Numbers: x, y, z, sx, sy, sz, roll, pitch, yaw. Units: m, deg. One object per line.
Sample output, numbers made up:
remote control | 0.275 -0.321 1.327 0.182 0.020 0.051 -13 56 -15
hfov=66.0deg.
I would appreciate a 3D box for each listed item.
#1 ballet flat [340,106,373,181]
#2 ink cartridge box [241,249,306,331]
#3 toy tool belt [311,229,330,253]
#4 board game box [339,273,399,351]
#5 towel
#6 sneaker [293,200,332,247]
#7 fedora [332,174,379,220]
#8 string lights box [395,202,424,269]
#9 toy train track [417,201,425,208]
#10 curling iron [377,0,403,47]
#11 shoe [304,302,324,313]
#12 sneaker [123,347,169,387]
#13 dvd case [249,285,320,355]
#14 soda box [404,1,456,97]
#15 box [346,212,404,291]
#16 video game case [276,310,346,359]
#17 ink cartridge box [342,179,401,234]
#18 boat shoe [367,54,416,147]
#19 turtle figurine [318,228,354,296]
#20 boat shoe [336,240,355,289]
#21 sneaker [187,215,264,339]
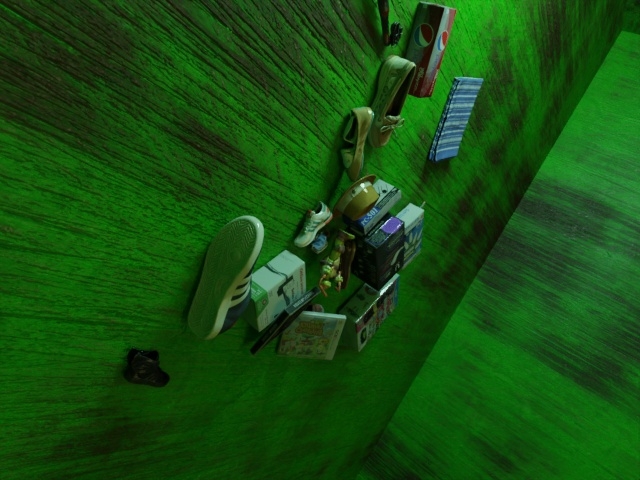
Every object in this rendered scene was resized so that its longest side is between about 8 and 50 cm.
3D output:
ballet flat | 0.095 -0.287 1.474 0.073 0.080 0.232 -1 119 -23
ink cartridge box | -0.142 0.149 1.480 0.208 0.086 0.153 -38 145 -32
toy tool belt | 0.000 0.000 1.591 0.083 0.052 0.051 -55 158 -7
board game box | 0.212 0.290 2.098 0.303 0.097 0.224 -45 147 -30
towel | 0.545 -0.478 1.969 0.243 0.040 0.336 -19 132 -48
sneaker | -0.034 -0.053 1.504 0.161 0.057 0.075 -46 131 -17
fedora | 0.125 -0.125 1.586 0.194 0.079 0.194 -41 167 -12
string lights box | 0.360 -0.014 2.074 0.133 0.076 0.260 -39 144 -27
toy train track | 0.426 -0.140 2.123 0.083 0.014 0.048 -48 141 -28
curling iron | 0.173 -0.626 1.302 0.068 0.035 0.274 -56 150 -13
shoe | -0.054 0.308 1.779 0.081 0.063 0.178 28 88 -58
sneaker | -0.430 0.320 1.251 0.089 0.051 0.170 -55 146 3
dvd case | -0.112 0.253 1.559 0.239 0.029 0.179 -50 169 35
soda box | 0.322 -0.577 1.504 0.083 0.092 0.263 -23 134 -46
box | 0.208 0.030 1.827 0.165 0.143 0.270 -41 146 -24
video game case | -0.034 0.338 1.747 0.212 0.023 0.193 9 116 -16
ink cartridge box | 0.179 -0.118 1.699 0.207 0.097 0.046 -44 147 -23
boat shoe | 0.213 -0.408 1.498 0.104 0.089 0.285 -29 139 -41
turtle figurine | 0.042 0.076 1.630 0.217 0.087 0.269 -67 162 -3
boat shoe | 0.073 0.086 1.766 0.073 0.073 0.207 0 120 -12
sneaker | -0.224 0.092 1.291 0.350 0.131 0.148 -61 157 16
